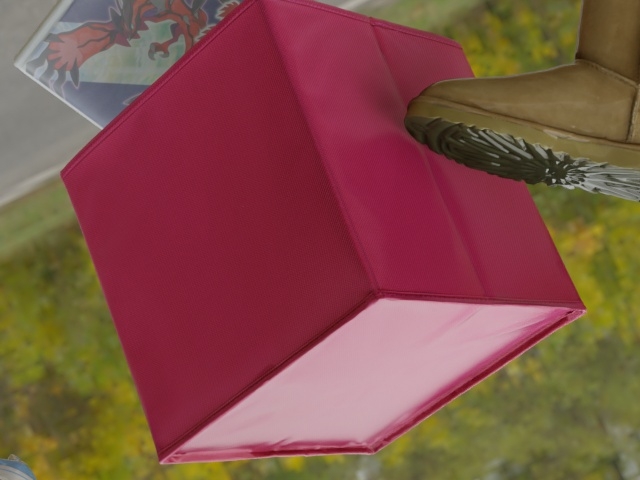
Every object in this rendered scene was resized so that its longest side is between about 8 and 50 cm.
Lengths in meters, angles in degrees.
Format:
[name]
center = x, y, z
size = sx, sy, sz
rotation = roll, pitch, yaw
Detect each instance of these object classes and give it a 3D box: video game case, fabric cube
[video game case]
center = -0.132, -0.177, 1.489
size = 0.201, 0.183, 0.023
rotation = -51, -160, 7
[fabric cube]
center = 0.000, 0.000, 1.335
size = 0.259, 0.258, 0.254
rotation = 6, 144, -48

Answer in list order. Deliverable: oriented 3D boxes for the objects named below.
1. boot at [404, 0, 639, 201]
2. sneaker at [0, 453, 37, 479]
[boot]
center = 0.201, -0.172, 1.279
size = 0.236, 0.269, 0.089
rotation = 14, 163, -3
[sneaker]
center = -0.331, 0.198, 1.378
size = 0.237, 0.086, 0.085
rotation = 15, 119, -41
